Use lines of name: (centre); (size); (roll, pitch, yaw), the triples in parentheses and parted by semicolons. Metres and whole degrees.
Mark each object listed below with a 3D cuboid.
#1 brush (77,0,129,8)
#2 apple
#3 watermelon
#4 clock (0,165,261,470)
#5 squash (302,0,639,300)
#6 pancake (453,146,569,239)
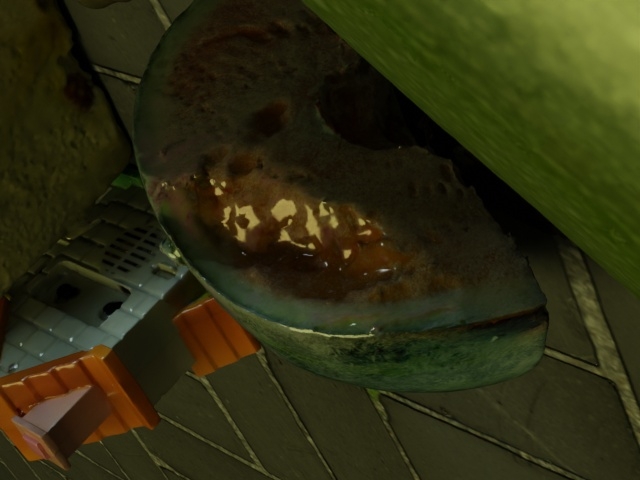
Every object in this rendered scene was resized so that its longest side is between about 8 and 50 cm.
brush: (-0.081, -0.220, 0.893); (0.071, 0.084, 0.301); (43, 153, -10)
apple: (-0.310, -0.135, 1.282); (0.252, 0.314, 0.309); (-16, 138, 14)
watermelon: (-0.006, 0.002, 0.959); (0.188, 0.175, 0.322); (77, 168, -48)
clock: (-0.179, 0.072, 1.321); (0.220, 0.255, 0.106); (20, 148, 46)
squash: (0.144, -0.106, 0.459); (0.384, 0.263, 0.263); (42, 158, 1)
pancake: (0.149, -0.074, 0.809); (0.266, 0.057, 0.244); (-10, 115, 58)
